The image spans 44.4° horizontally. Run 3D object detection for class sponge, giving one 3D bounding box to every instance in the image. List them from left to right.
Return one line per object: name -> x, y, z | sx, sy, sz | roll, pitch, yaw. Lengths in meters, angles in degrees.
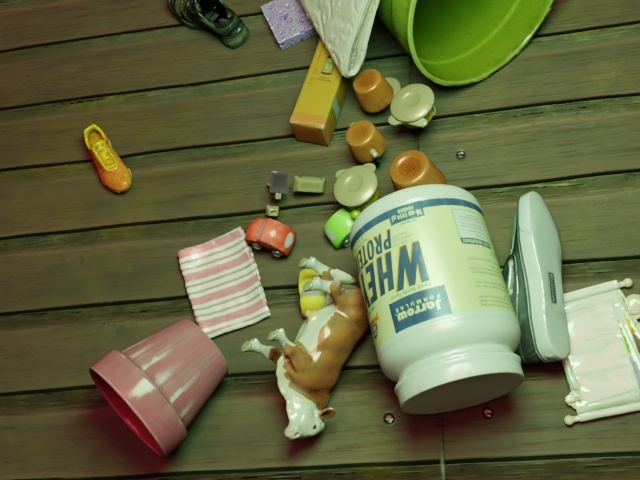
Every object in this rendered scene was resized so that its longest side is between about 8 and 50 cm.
sponge -> -0.014, -0.508, 1.720 | 0.210, 0.031, 0.117 | -24, 63, 1

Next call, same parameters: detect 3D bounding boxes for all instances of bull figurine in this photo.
bull figurine -> -0.013, 0.182, 1.345 | 0.101, 0.188, 0.310 | -3, 49, 53

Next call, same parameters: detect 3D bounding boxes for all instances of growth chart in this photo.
growth chart -> 0.473, 0.181, 1.307 | 0.171, 0.021, 0.237 | -8, 65, 8

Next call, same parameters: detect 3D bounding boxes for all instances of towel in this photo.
towel -> -0.187, 0.081, 1.492 | 0.144, 0.029, 0.197 | -21, 63, 3
towel -> 0.044, -0.537, 1.505 | 0.053, 0.317, 0.332 | -3, 49, -24

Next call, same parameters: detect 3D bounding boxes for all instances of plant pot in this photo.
plant pot -> -0.268, 0.240, 1.358 | 0.201, 0.201, 0.180 | 37, 62, 24
plant pot -> 0.219, -0.551, 1.537 | 0.366, 0.366, 0.353 | -37, 53, -6

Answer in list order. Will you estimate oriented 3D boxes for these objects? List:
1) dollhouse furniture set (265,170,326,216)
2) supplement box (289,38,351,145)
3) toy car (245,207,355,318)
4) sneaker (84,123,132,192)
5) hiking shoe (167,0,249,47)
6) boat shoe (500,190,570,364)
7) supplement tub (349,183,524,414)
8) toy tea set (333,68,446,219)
dollhouse furniture set -> -0.052, -0.095, 1.552 | 0.114, 0.081, 0.091 | 2, 103, -14
supplement box -> 0.012, -0.314, 1.602 | 0.078, 0.080, 0.234 | 13, 71, 17
toy car -> 0.000, 0.000, 1.466 | 0.225, 0.053, 0.239 | -35, 69, -8
sneaker -> -0.453, -0.169, 1.643 | 0.064, 0.067, 0.175 | -35, 65, -7
hiking shoe -> -0.257, -0.518, 1.731 | 0.226, 0.114, 0.086 | 31, 75, 23
boat shoe -> 0.353, 0.064, 1.343 | 0.102, 0.108, 0.301 | -19, 64, 40
supplement tub -> 0.189, 0.098, 1.287 | 0.235, 0.235, 0.325 | -15, 63, 5
toy tea set -> 0.143, -0.182, 1.505 | 0.200, 0.124, 0.336 | -6, 61, 24
